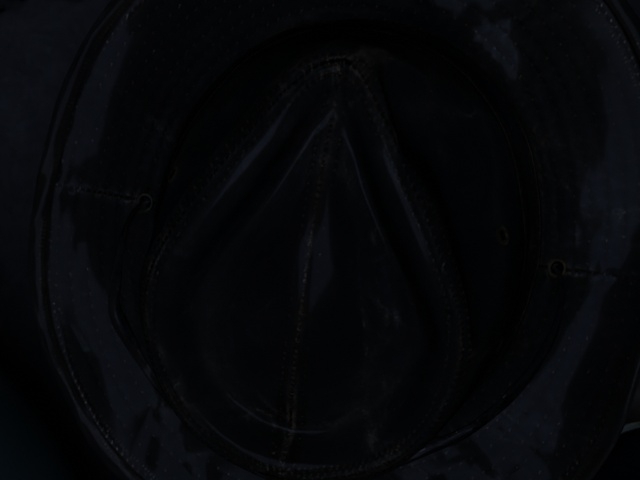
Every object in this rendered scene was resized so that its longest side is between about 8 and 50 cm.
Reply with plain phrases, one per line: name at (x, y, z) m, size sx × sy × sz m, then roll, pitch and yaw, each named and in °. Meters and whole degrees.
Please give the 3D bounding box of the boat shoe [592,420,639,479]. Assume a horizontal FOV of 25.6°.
boat shoe at (0.031, 0.269, 0.668) m, size 0.500 × 0.156 × 0.187 m, roll -36°, pitch 96°, yaw -6°

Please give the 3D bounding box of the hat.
hat at (0.000, 0.000, 0.599) m, size 0.331 × 0.134 × 0.331 m, roll 1°, pitch 94°, yaw 11°

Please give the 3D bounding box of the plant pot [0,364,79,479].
plant pot at (-0.220, 0.172, 0.681) m, size 0.196 × 0.293 × 0.293 m, roll 30°, pitch 98°, yaw -26°

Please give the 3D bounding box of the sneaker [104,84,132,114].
sneaker at (-0.026, -0.104, 0.708) m, size 0.153 × 0.101 × 0.268 m, roll 13°, pitch 96°, yaw 3°
